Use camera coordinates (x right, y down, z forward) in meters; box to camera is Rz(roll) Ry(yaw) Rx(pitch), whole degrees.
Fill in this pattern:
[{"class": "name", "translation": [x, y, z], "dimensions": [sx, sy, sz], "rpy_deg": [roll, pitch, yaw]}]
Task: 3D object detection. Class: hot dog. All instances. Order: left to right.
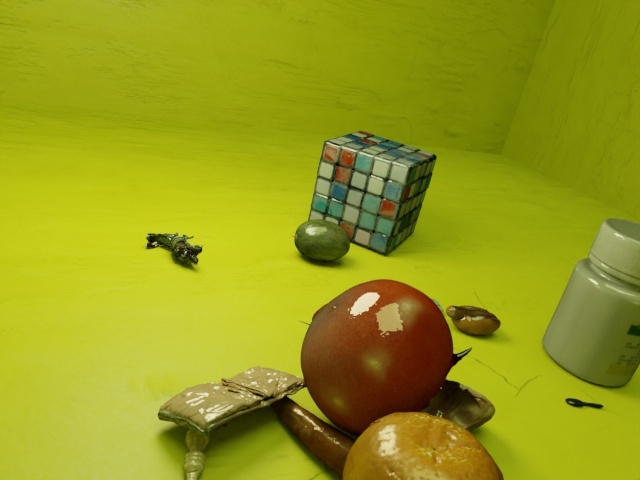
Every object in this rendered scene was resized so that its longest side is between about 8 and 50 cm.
[{"class": "hot dog", "translation": [0.367, 0.187, 1.319], "dimensions": [0.140, 0.060, 0.090], "rpy_deg": [9, 19, -1]}]

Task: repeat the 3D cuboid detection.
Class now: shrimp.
[{"class": "shrimp", "translation": [-0.346, 0.007, 1.330], "dimensions": [0.174, 0.082, 0.076], "rpy_deg": [17, 27, 28]}]

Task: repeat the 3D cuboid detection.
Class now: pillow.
[{"class": "pillow", "translation": [-0.134, 0.249, 0.876], "dimensions": [0.126, 0.043, 0.233], "rpy_deg": [6, 8, 39]}]

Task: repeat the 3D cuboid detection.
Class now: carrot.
[{"class": "carrot", "translation": [-0.010, 0.304, 0.866], "dimensions": [0.210, 0.061, 0.061], "rpy_deg": [25, 25, 37]}]

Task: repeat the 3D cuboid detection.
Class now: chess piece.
[{"class": "chess piece", "translation": [-0.179, 0.313, 0.775], "dimensions": [0.035, 0.035, 0.092], "rpy_deg": [8, 27, -11]}]

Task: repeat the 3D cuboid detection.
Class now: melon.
[{"class": "melon", "translation": [0.000, 0.000, 1.486], "dimensions": [0.168, 0.114, 0.114], "rpy_deg": [8, 24, -16]}]

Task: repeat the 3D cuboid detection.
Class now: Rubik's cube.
[{"class": "Rubik's cube", "translation": [0.165, -0.161, 1.724], "dimensions": [0.287, 0.291, 0.293], "rpy_deg": [21, 26, 21]}]

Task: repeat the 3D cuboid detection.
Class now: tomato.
[{"class": "tomato", "translation": [0.092, 0.188, 0.893], "dimensions": [0.224, 0.256, 0.256], "rpy_deg": [47, 21, -10]}]

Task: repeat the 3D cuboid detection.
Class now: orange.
[{"class": "orange", "translation": [0.132, 0.330, 0.700], "dimensions": [0.219, 0.193, 0.219], "rpy_deg": [21, 30, -13]}]

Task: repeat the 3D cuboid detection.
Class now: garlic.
[{"class": "garlic", "translation": [0.220, 0.285, 0.976], "dimensions": [0.175, 0.099, 0.124], "rpy_deg": [23, 3, 25]}]

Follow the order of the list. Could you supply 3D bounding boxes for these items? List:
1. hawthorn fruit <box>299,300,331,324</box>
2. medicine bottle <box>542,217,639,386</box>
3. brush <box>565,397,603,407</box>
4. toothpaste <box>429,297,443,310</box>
[{"class": "hawthorn fruit", "translation": [0.036, 0.181, 1.095], "dimensions": [0.140, 0.125, 0.125], "rpy_deg": [-23, 28, 0]}, {"class": "medicine bottle", "translation": [0.666, 0.137, 1.236], "dimensions": [0.208, 0.339, 0.208], "rpy_deg": [11, 24, -5]}, {"class": "brush", "translation": [0.549, 0.339, 1.131], "dimensions": [0.083, 0.008, 0.024], "rpy_deg": [11, 20, -5]}, {"class": "toothpaste", "translation": [0.201, 0.144, 1.363], "dimensions": [0.218, 0.041, 0.064], "rpy_deg": [13, 17, -11]}]
